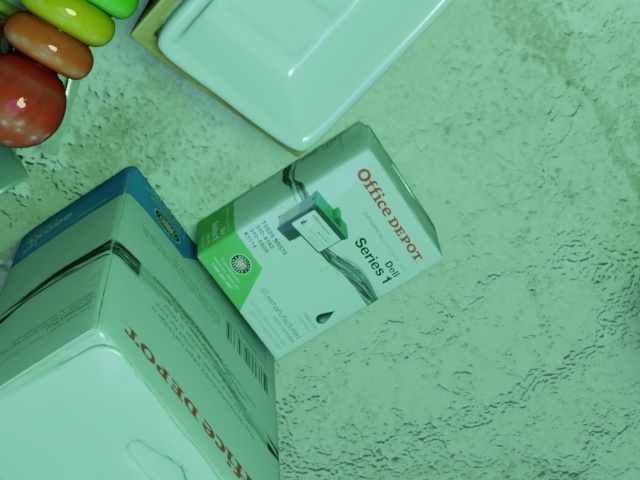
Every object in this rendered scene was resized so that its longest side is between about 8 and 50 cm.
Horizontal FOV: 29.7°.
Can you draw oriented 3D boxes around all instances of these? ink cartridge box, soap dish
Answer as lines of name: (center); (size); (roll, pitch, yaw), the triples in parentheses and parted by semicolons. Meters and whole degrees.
ink cartridge box: (-0.180, 0.139, 1.190); (0.166, 0.395, 0.285); (-31, 111, 9)
soap dish: (-0.009, -0.250, 1.160); (0.229, 0.118, 0.291); (34, 107, -35)
ink cartridge box: (0.000, 0.000, 1.307); (0.219, 0.092, 0.160); (-32, 112, 10)

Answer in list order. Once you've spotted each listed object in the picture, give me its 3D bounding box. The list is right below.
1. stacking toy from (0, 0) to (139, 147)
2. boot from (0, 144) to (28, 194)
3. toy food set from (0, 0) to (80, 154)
stacking toy: (-0.225, -0.238, 1.125); (0.141, 0.141, 0.330); (30, 93, -16)
boot: (-0.433, -0.113, 1.247); (0.189, 0.076, 0.208); (-21, 119, 4)
toy food set: (-0.329, -0.175, 1.187); (0.217, 0.071, 0.128); (25, 93, -26)
